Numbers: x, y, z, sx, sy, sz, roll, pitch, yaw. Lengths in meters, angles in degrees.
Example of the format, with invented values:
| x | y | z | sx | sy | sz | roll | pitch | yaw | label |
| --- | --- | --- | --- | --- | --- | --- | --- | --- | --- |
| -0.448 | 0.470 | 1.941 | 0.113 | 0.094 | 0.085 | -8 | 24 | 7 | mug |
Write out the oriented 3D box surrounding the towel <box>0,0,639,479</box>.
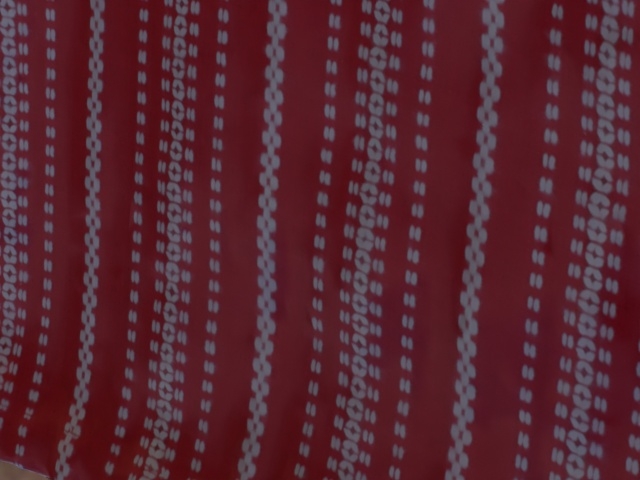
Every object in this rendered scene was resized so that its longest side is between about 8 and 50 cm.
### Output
| x | y | z | sx | sy | sz | roll | pitch | yaw | label |
| --- | --- | --- | --- | --- | --- | --- | --- | --- | --- |
| 0.000 | 0.000 | 0.393 | 0.275 | 0.199 | 0.031 | 21 | -156 | 37 | towel |
